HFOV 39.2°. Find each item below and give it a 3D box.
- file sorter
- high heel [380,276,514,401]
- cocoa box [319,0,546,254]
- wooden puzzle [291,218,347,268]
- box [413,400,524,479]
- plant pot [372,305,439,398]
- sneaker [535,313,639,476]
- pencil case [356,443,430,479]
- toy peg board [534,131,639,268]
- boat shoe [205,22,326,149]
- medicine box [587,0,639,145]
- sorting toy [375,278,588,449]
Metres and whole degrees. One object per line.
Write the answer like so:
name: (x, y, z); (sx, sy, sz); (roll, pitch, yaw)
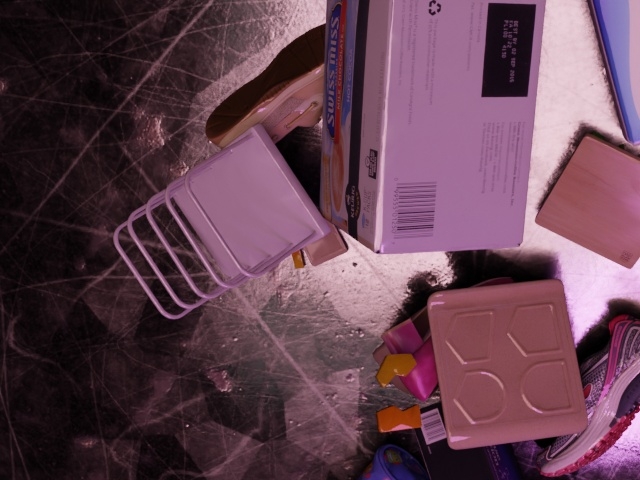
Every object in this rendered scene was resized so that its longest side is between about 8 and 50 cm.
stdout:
file sorter: (-0.166, -0.014, 1.374); (0.278, 0.173, 0.193); (-28, 97, 51)
high heel: (0.217, 0.144, 1.373); (0.244, 0.082, 0.117); (-24, 77, -25)
cocoa box: (0.143, -0.178, 1.248); (0.231, 0.228, 0.347); (-4, 106, -20)
wooden puzzle: (0.000, 0.000, 1.482); (0.116, 0.014, 0.078); (-18, 104, 18)
box: (0.247, 0.378, 1.376); (0.103, 0.184, 0.261); (-24, 67, 16)
plant pot: (0.148, 0.182, 1.438); (0.109, 0.109, 0.096); (54, 150, -5)
sneaker: (0.433, 0.250, 1.401); (0.112, 0.121, 0.299); (45, 114, 30)
pencil case: (0.079, 0.491, 1.536); (0.133, 0.119, 0.306); (31, 110, -7)
toy peg board: (0.431, -0.069, 1.336); (0.161, 0.079, 0.160); (27, 125, 6)
boat shoe: (-0.036, -0.228, 1.394); (0.302, 0.109, 0.098); (-35, 130, 15)
medicine box: (0.522, -0.297, 1.204); (0.289, 0.149, 0.263); (-15, 100, 16)
sorting toy: (0.224, 0.184, 1.314); (0.307, 0.041, 0.229); (-6, 81, -7)
